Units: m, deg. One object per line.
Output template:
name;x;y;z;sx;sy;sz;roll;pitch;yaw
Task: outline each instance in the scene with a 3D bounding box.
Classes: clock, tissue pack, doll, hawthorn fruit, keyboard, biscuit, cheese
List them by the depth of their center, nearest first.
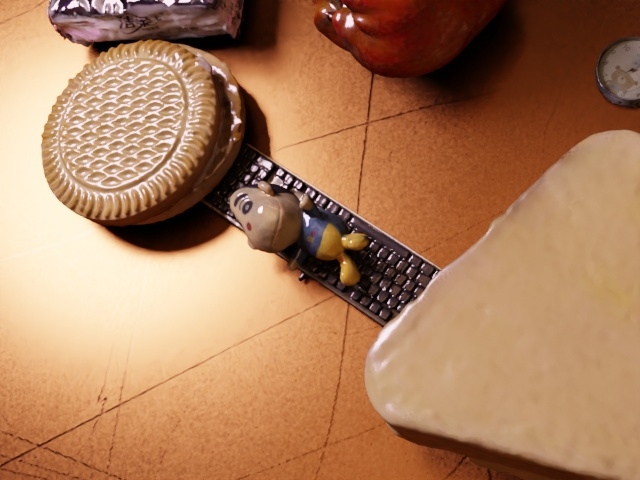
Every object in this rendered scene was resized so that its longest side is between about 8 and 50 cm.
cheese;0.274;0.123;1.297;0.384;0.104;0.384;-4;71;12
doll;-0.032;-0.013;1.521;0.179;0.089;0.102;27;123;24
clock;0.359;-0.195;1.549;0.085;0.017;0.085;-4;70;12
hawthorn fruit;0.118;-0.308;1.558;0.261;0.224;0.224;-19;66;-18
keyboard;0.000;0.000;1.565;0.317;0.027;0.106;33;81;21
biscuit;-0.214;-0.131;1.626;0.259;0.079;0.259;-9;64;19
tissue pack;-0.204;-0.402;1.709;0.245;0.123;0.332;-1;68;19
